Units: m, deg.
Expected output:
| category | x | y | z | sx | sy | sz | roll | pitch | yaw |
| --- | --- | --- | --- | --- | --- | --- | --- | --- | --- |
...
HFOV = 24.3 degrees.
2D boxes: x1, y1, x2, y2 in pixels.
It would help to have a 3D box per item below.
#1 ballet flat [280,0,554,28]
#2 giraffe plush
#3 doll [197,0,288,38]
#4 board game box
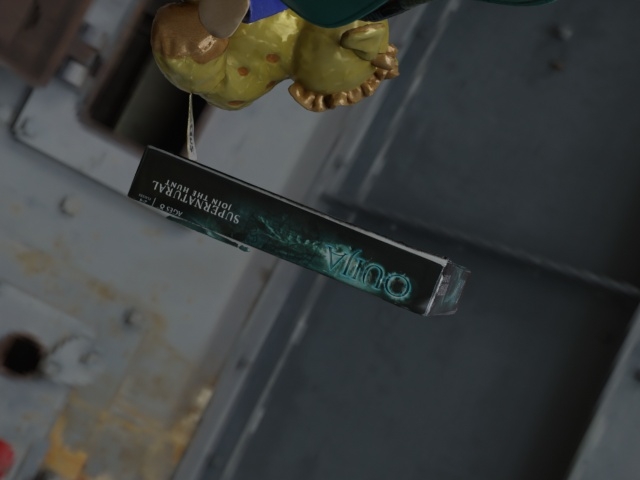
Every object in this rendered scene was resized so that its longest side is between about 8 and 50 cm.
| category | x | y | z | sx | sy | sz | roll | pitch | yaw |
| --- | --- | --- | --- | --- | --- | --- | --- | --- | --- |
| ballet flat | 0.033 | -0.101 | 0.418 | 0.070 | 0.070 | 0.188 | -63 | -157 | -6 |
| giraffe plush | -0.027 | -0.165 | 1.145 | 0.181 | 0.171 | 0.210 | -70 | 157 | -65 |
| doll | -0.029 | -0.194 | 0.976 | 0.046 | 0.129 | 0.189 | -44 | 175 | 37 |
| board game box | 0.000 | 0.000 | 0.651 | 0.186 | 0.126 | 0.026 | 16 | 96 | -81 |
